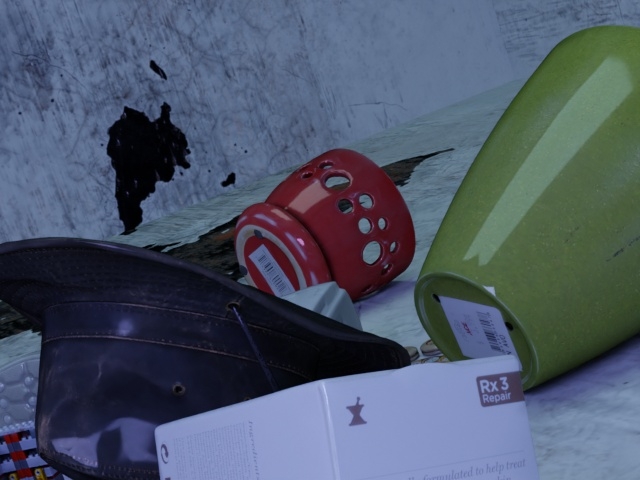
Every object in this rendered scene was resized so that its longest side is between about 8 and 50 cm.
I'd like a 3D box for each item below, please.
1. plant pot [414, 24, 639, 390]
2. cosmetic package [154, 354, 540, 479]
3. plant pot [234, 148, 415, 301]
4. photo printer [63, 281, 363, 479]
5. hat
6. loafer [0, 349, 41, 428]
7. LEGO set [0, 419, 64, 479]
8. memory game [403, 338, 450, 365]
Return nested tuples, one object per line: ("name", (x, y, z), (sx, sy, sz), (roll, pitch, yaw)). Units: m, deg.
("plant pot", (0.228, -0.006, 1.229), (0.293, 0.275, 0.274), (-42, 21, -29))
("cosmetic package", (0.004, 0.122, 0.723), (0.117, 0.086, 0.231), (-5, -9, -27))
("plant pot", (0.000, 0.000, 1.713), (0.174, 0.191, 0.191), (-33, 17, -35))
("photo printer", (-0.123, 0.153, 1.306), (0.307, 0.107, 0.256), (-19, 10, 14))
("hat", (-0.108, 0.111, 0.922), (0.331, 0.134, 0.331), (11, -15, 3))
("loafer", (-0.232, 0.159, 1.522), (0.319, 0.112, 0.111), (-8, 7, 13))
("LEGO set", (-0.263, 0.206, 1.049), (0.255, 0.192, 0.331), (-12, 11, 31))
("memory game", (0.103, 0.128, 1.333), (0.186, 0.012, 0.186), (-18, 10, 3))
